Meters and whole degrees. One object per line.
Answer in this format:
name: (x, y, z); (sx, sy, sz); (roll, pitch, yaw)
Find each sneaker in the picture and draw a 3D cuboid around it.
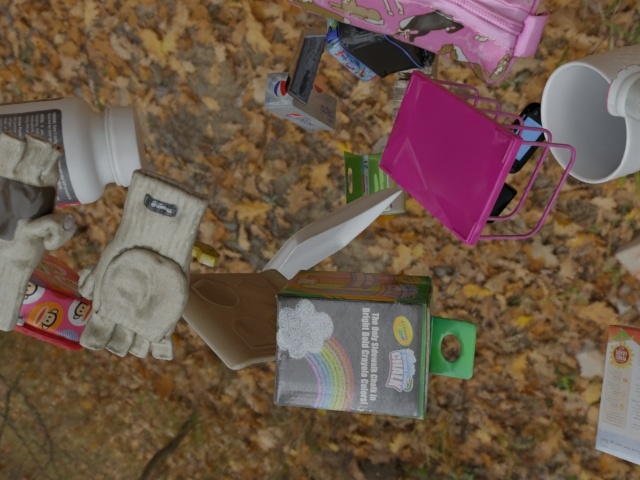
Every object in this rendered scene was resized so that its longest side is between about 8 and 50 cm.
sneaker: (0.550, -0.207, 1.008); (0.253, 0.111, 0.102); (-16, 128, -2)

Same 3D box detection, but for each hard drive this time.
hard drive: (-0.036, -0.411, 1.635); (0.054, 0.254, 0.171); (16, 107, -9)

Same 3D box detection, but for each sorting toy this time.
sorting toy: (-0.132, 0.092, 1.105); (0.307, 0.229, 0.041); (39, 118, 35)

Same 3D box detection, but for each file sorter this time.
file sorter: (0.283, -0.153, 1.292); (0.290, 0.182, 0.202); (49, 130, 45)

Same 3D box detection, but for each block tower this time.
block tower: (0.229, -0.383, 1.698); (0.097, 0.091, 0.335); (7, 103, 17)

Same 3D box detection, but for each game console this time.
game console: (0.498, -0.224, 1.957); (0.213, 0.044, 0.361); (27, 110, -26)

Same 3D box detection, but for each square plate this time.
square plate: (0.000, 0.000, 1.751); (0.049, 0.344, 0.347); (56, 146, 9)

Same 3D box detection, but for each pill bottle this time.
pill bottle: (-0.452, -0.139, 1.145); (0.319, 0.176, 0.176); (-7, 142, -8)

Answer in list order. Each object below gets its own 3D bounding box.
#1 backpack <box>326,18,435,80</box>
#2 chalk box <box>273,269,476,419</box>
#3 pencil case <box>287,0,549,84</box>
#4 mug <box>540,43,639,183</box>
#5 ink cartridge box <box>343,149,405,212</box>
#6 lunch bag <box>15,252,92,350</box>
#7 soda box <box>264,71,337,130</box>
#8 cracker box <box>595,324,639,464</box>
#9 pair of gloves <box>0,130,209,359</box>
backpack: (0.081, -0.333, 0.996); (0.117, 0.173, 0.158); (-7, 169, 30)
chalk box: (0.065, 0.112, 0.801); (0.213, 0.132, 0.132); (3, 100, 9)
pencil case: (0.024, -0.274, 0.666); (0.387, 0.167, 0.160); (15, 163, -9)
mug: (0.700, -0.305, 1.630); (0.374, 0.328, 0.276); (-172, 65, -72)
ink cartridge box: (0.173, -0.182, 2.227); (0.097, 0.255, 0.188); (-3, 87, 29)
lunch bag: (-0.562, 0.074, 1.312); (0.293, 0.120, 0.258); (30, 174, 35)
soda box: (-0.050, -0.383, 1.969); (0.091, 0.097, 0.286); (3, 176, 24)
cracker box: (0.578, 0.274, 1.238); (0.067, 0.232, 0.156); (7, 180, -32)
pair of gloves: (-0.235, 0.008, 0.675); (0.240, 0.042, 0.204); (16, 111, 2)
